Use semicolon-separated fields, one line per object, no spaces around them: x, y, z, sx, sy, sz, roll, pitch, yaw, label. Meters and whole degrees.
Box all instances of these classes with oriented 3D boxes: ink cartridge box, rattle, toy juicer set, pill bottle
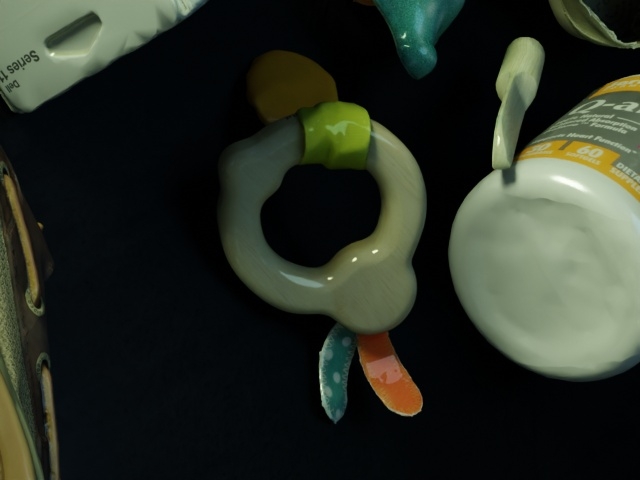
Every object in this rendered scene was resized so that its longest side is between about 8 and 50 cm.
-0.089;-0.172;0.827;0.087;0.153;0.208;55;42;-15;ink cartridge box
0.000;0.000;0.944;0.130;0.143;0.200;-35;120;-16;rattle
0.067;-0.197;1.069;0.329;0.089;0.209;67;23;2;toy juicer set
0.222;-0.027;1.091;0.278;0.162;0.162;-37;102;-48;pill bottle

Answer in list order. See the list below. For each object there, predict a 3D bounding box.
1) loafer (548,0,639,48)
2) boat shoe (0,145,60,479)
0.203;-0.245;1.151;0.102;0.092;0.268;-46;135;-5;loafer
-0.185;0.010;0.694;0.123;0.123;0.342;58;10;-70;boat shoe
